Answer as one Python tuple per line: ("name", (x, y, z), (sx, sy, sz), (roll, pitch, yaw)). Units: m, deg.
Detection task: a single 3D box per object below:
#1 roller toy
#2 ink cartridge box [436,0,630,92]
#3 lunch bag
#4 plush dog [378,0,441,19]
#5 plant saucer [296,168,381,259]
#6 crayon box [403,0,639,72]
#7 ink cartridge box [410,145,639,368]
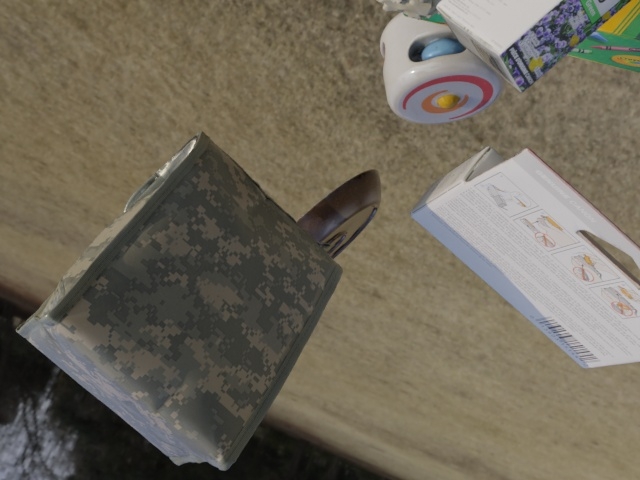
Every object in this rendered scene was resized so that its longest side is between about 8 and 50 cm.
("roller toy", (0.193, -0.276, 1.201), (0.191, 0.146, 0.209), (6, 158, -30))
("ink cartridge box", (0.115, -0.125, 0.338), (0.029, 0.115, 0.063), (42, -168, -40))
("lunch bag", (-0.131, 0.055, 0.807), (0.235, 0.287, 0.169), (45, 150, -16))
("plush dog", (0.009, -0.252, 0.422), (0.226, 0.262, 0.210), (5, -153, 2))
("plant saucer", (0.000, 0.000, 1.311), (0.050, 0.311, 0.310), (49, 169, 11))
("crayon box", (0.238, -0.284, 0.752), (0.279, 0.165, 0.081), (13, 174, -1))
("ink cartridge box", (0.271, 0.017, 0.811), (0.296, 0.066, 0.261), (41, 159, -6))
